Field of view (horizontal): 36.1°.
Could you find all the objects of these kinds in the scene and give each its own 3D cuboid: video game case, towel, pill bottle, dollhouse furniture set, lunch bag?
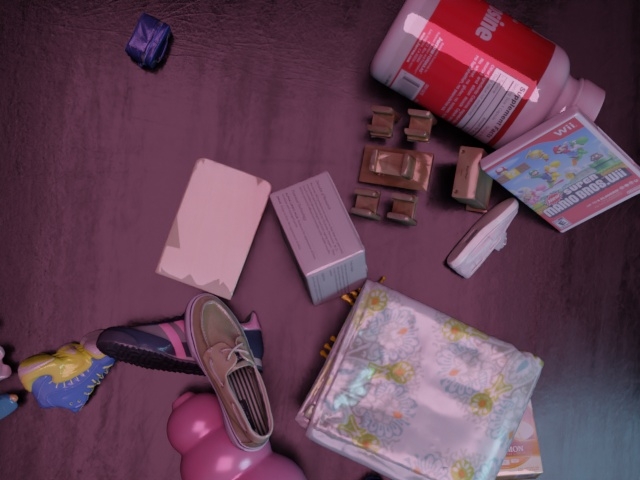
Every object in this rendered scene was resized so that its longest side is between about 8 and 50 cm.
[{"bbox_3d":[0.460,-0.125,1.825,0.204,0.285,0.025,-31,46,31],"label":"video game case"},{"bbox_3d":[0.181,0.284,1.805,0.375,0.090,0.320,26,80,5],"label":"towel"},{"bbox_3d":[0.316,-0.312,1.856,0.408,0.229,0.229,30,87,-2],"label":"pill bottle"},{"bbox_3d":[0.203,-0.132,1.913,0.242,0.161,0.212,10,87,19],"label":"dollhouse furniture set"},{"bbox_3d":[-0.331,-0.382,1.905,0.065,0.067,0.098,25,88,-1],"label":"lunch bag"}]

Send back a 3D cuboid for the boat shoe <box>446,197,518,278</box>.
[{"bbox_3d":[0.331,-0.003,1.931,0.063,0.066,0.184,43,84,-15],"label":"boat shoe"}]

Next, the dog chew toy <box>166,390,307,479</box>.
[{"bbox_3d":[-0.165,0.426,1.827,0.207,0.206,0.331,-37,83,-4],"label":"dog chew toy"}]

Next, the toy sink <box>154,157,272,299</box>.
[{"bbox_3d":[-0.198,-0.025,1.869,0.153,0.131,0.234,20,92,-2],"label":"toy sink"}]

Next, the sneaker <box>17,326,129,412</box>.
[{"bbox_3d":[-0.447,0.251,1.881,0.240,0.091,0.126,-17,107,-4],"label":"sneaker"}]

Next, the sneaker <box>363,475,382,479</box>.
[{"bbox_3d":[0.072,0.568,1.882,0.081,0.090,0.232,19,87,-2],"label":"sneaker"}]

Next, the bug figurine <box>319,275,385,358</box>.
[{"bbox_3d":[0.129,0.216,1.905,0.279,0.072,0.216,42,80,4],"label":"bug figurine"}]

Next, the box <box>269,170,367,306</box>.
[{"bbox_3d":[0.000,0.000,1.830,0.119,0.181,0.181,-22,68,-5],"label":"box"}]

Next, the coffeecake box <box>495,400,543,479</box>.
[{"bbox_3d":[0.335,0.364,1.884,0.143,0.068,0.185,-4,66,-3],"label":"coffeecake box"}]

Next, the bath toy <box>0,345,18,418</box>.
[{"bbox_3d":[-0.696,0.184,1.844,0.129,0.151,0.348,-18,88,32],"label":"bath toy"}]

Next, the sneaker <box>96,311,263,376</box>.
[{"bbox_3d":[-0.261,0.177,1.852,0.319,0.112,0.131,12,65,-23],"label":"sneaker"}]

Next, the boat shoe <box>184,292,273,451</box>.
[{"bbox_3d":[-0.153,0.226,1.761,0.109,0.094,0.302,-17,76,-32],"label":"boat shoe"}]
